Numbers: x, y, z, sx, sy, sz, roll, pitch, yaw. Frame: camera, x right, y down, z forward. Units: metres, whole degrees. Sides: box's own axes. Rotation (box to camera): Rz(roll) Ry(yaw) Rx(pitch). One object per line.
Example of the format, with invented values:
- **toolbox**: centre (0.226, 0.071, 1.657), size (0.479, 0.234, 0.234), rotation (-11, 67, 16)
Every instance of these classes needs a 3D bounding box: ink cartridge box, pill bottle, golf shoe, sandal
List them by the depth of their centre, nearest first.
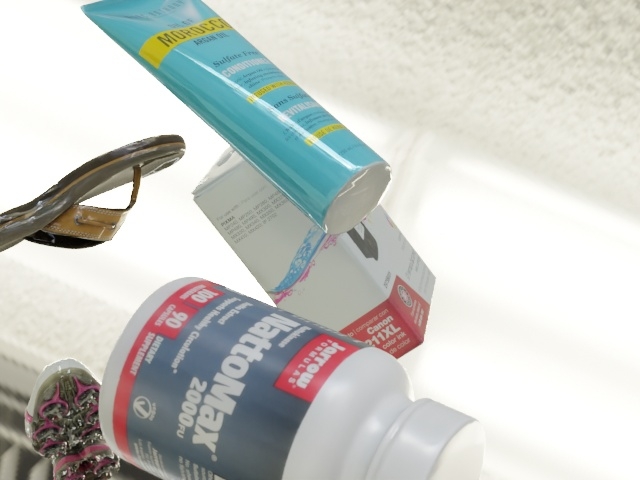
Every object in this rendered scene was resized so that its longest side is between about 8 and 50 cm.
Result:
- **pill bottle**: centre (-0.013, 0.095, 0.720), size (0.180, 0.108, 0.108), rotation (20, -59, 26)
- **ink cartridge box**: centre (0.000, 0.000, 0.998), size (0.072, 0.127, 0.175), rotation (-34, -78, 19)
- **sandal**: centre (-0.193, -0.015, 1.080), size (0.060, 0.219, 0.090), rotation (59, -30, -2)
- **golf shoe**: centre (-0.207, 0.134, 1.125), size (0.186, 0.067, 0.086), rotation (99, -32, -59)

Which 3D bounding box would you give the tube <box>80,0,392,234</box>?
- **tube**: centre (-0.047, -0.086, 0.820), size (0.207, 0.080, 0.052), rotation (42, -52, 24)
